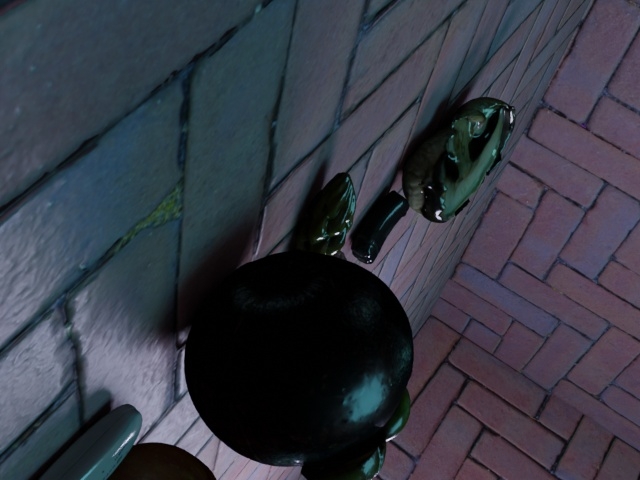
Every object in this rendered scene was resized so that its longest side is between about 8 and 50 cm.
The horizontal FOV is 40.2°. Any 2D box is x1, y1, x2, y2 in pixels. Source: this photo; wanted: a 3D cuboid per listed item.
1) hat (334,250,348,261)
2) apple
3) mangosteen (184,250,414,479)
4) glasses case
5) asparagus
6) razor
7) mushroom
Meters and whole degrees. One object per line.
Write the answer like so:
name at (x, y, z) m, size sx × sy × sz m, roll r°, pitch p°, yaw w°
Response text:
hat at (-0.029, 0.164, 1.533) m, size 0.286 × 0.107 × 0.236 m, roll -52°, pitch 138°, yaw -23°
apple at (-0.233, 0.358, 1.166) m, size 0.201 × 0.162 × 0.201 m, roll -50°, pitch 176°, yaw -4°
mangosteen at (-0.026, 0.164, 1.121) m, size 0.300 × 0.300 × 0.300 m, roll -52°, pitch 166°, yaw -18°
glasses case at (-0.277, 0.267, 1.005) m, size 0.197 × 0.049 × 0.076 m, roll -46°, pitch 164°, yaw -38°
asparagus at (0.000, 0.000, 1.319) m, size 0.080 × 0.080 × 0.287 m, roll -44°, pitch 161°, yaw -44°
razor at (0.114, -0.028, 1.699) m, size 0.148 × 0.054 × 0.090 m, roll -55°, pitch 167°, yaw -10°
mushroom at (0.268, -0.177, 1.776) m, size 0.344 × 0.130 × 0.247 m, roll -49°, pitch 149°, yaw -34°
